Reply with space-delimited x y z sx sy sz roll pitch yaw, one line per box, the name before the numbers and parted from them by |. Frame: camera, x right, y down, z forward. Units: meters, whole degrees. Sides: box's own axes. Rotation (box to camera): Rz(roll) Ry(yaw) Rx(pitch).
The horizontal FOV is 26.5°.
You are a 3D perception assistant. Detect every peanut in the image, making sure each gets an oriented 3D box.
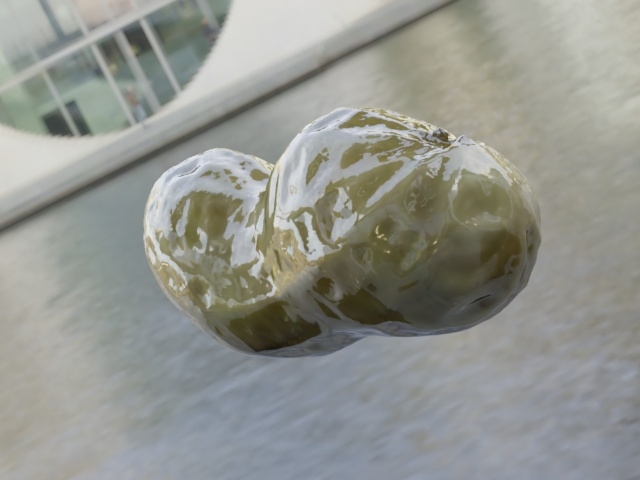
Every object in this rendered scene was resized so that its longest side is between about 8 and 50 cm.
peanut | 0.000 0.000 0.614 0.229 0.098 0.103 -11 62 47
